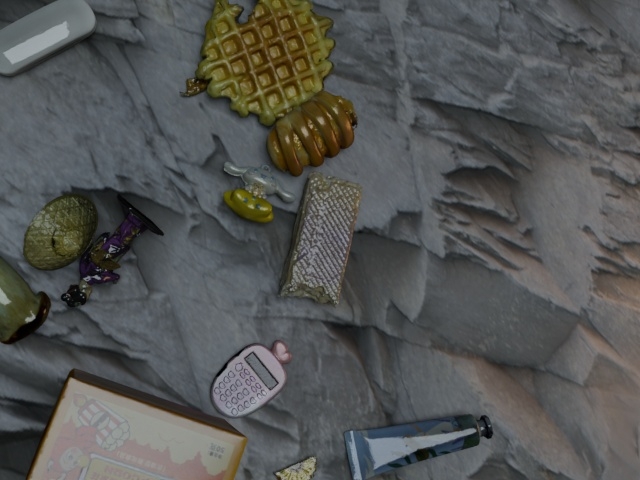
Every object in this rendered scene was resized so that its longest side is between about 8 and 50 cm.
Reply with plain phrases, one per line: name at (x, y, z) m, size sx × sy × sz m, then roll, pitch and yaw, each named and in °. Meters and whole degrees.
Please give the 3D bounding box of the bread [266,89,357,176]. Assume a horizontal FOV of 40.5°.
bread at (-0.013, -0.188, 1.565) m, size 0.177 × 0.084 × 0.119 m, roll -35°, pitch 136°, yaw -13°

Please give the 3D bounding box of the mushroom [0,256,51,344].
mushroom at (-0.587, 0.039, 1.401) m, size 0.333 × 0.087 × 0.107 m, roll 39°, pitch 76°, yaw -5°

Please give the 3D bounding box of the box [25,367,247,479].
box at (-0.295, 0.345, 1.351) m, size 0.283 × 0.259 × 0.214 m, roll 21°, pitch 81°, yaw -12°

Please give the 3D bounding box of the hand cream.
hand cream at (0.182, 0.369, 1.585) m, size 0.271 × 0.058 × 0.091 m, roll -9°, pitch 83°, yaw -11°

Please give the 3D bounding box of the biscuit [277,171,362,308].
biscuit at (0.000, 0.000, 1.573) m, size 0.108 × 0.062 × 0.239 m, roll 15°, pitch 79°, yaw -11°

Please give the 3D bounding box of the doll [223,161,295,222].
doll at (-0.109, -0.085, 1.559) m, size 0.135 × 0.071 × 0.113 m, roll 5°, pitch 64°, yaw -20°

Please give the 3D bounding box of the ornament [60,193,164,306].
ornament at (-0.357, 0.033, 1.474) m, size 0.081 × 0.088 × 0.203 m, roll 34°, pitch 89°, yaw -33°

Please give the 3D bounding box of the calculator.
calculator at (-0.120, 0.242, 1.532) m, size 0.166 × 0.024 × 0.103 m, roll -39°, pitch 94°, yaw -13°

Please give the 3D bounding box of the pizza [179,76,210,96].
pizza at (-0.220, -0.287, 1.569) m, size 0.083 × 0.016 × 0.037 m, roll -42°, pitch 96°, yaw -16°

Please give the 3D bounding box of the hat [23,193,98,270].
hat at (-0.420, 0.000, 1.463) m, size 0.145 × 0.067 × 0.146 m, roll -10°, pitch 59°, yaw 17°

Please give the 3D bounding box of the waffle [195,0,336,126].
waffle at (-0.092, -0.343, 1.582) m, size 0.249 × 0.056 × 0.262 m, roll 20°, pitch 79°, yaw -17°

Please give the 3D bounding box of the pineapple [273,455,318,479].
pineapple at (-0.038, 0.415, 1.537) m, size 0.083 × 0.019 × 0.045 m, roll -23°, pitch 84°, yaw -15°

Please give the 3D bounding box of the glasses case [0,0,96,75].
glasses case at (-0.479, -0.351, 1.490) m, size 0.197 × 0.049 × 0.076 m, roll -34°, pitch 93°, yaw -16°
